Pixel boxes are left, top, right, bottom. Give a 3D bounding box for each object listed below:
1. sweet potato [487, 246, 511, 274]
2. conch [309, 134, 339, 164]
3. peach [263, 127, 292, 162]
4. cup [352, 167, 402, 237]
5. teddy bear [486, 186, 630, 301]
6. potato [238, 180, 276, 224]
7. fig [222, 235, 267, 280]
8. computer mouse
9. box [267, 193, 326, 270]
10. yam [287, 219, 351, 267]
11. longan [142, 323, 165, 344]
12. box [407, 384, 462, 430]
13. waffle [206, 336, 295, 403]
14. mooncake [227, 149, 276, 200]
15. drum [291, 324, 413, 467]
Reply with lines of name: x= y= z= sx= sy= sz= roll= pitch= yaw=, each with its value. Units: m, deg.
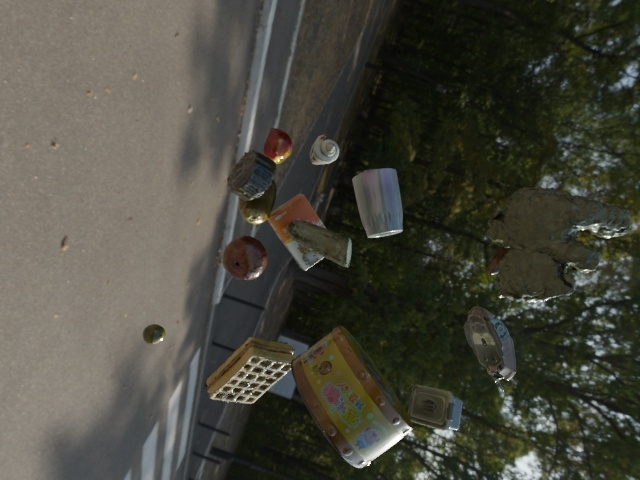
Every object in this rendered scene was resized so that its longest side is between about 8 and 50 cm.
sweet potato: x=0.778 y=0.080 z=1.698 sx=0.359 sy=0.112 sz=0.112 roll=1 pitch=117 yaw=-43
conch: x=0.010 y=-0.345 z=1.581 sx=0.094 sy=0.104 sz=0.176 roll=-51 pitch=-167 yaw=-6
peach: x=-0.261 y=-0.549 z=2.360 sx=0.190 sy=0.192 sz=0.190 roll=-36 pitch=173 yaw=-5
cup: x=0.333 y=-0.215 z=2.290 sx=0.253 sy=0.253 sz=0.371 roll=109 pitch=-29 yaw=-82
teddy bear: x=0.648 y=0.019 z=1.209 sx=0.357 sy=0.224 sz=0.367 roll=26 pitch=-85 yaw=53
potato: x=-0.311 y=-0.219 z=1.985 sx=0.369 sy=0.176 sz=0.195 roll=-92 pitch=177 yaw=-46
fig: x=-0.319 y=0.069 z=1.737 sx=0.205 sy=0.205 sz=0.205 roll=20 pitch=90 yaw=-90
computer mouse: x=0.769 y=0.467 z=1.792 sx=0.199 sy=0.115 sz=0.389 roll=-23 pitch=-94 yaw=69
box: x=-0.099 y=-0.047 z=2.109 sx=0.225 sy=0.341 sz=0.143 roll=-35 pitch=-172 yaw=-8
yam: x=0.000 y=0.000 z=1.809 sx=0.133 sy=0.330 sz=0.133 roll=-53 pitch=157 yaw=-34
longan: x=-0.571 y=0.320 z=1.404 sx=0.083 sy=0.075 sz=0.075 roll=-40 pitch=151 yaw=-70
box: x=0.504 y=0.740 z=1.795 sx=0.227 sy=0.130 sz=0.162 roll=-11 pitch=-124 yaw=52
waffle: x=-0.316 y=0.588 z=1.832 sx=0.376 sy=0.261 sz=0.114 roll=-47 pitch=-142 yaw=25
mooncake: x=-0.309 y=-0.287 z=1.778 sx=0.228 sy=0.124 sz=0.228 roll=-27 pitch=-133 yaw=32
drum: x=0.107 y=0.516 z=1.382 sx=0.214 sy=0.431 sz=0.431 roll=-38 pitch=180 yaw=1
